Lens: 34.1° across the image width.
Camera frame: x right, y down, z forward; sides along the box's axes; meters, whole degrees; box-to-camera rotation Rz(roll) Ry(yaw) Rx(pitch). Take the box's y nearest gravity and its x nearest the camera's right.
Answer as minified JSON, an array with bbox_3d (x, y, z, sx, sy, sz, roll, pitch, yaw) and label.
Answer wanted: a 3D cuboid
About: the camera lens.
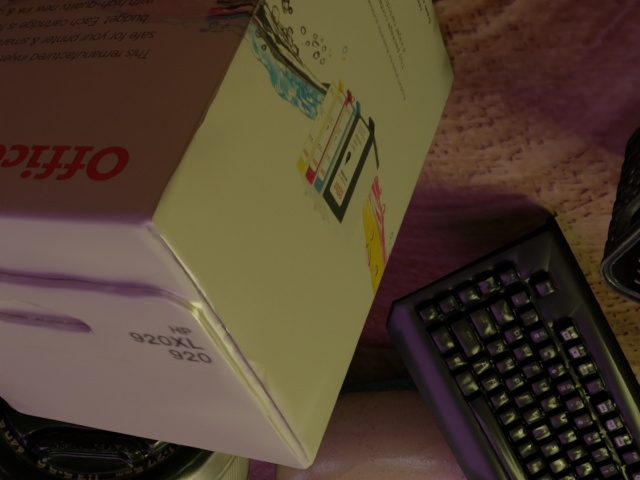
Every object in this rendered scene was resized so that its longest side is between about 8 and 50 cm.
[{"bbox_3d":[-0.166,0.162,0.854,0.219,0.219,0.274,18,148,6],"label":"camera lens"}]

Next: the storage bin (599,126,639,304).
[{"bbox_3d":[0.240,-0.005,0.490,0.180,0.084,0.122,24,148,-2],"label":"storage bin"}]

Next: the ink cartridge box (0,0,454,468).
[{"bbox_3d":[-0.065,-0.048,0.466,0.171,0.233,0.168,4,144,27],"label":"ink cartridge box"}]

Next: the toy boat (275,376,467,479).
[{"bbox_3d":[0.111,0.217,0.869,0.267,0.148,0.318,-8,130,31],"label":"toy boat"}]

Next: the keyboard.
[{"bbox_3d":[0.194,0.129,0.647,0.201,0.033,0.317,-28,106,6],"label":"keyboard"}]
